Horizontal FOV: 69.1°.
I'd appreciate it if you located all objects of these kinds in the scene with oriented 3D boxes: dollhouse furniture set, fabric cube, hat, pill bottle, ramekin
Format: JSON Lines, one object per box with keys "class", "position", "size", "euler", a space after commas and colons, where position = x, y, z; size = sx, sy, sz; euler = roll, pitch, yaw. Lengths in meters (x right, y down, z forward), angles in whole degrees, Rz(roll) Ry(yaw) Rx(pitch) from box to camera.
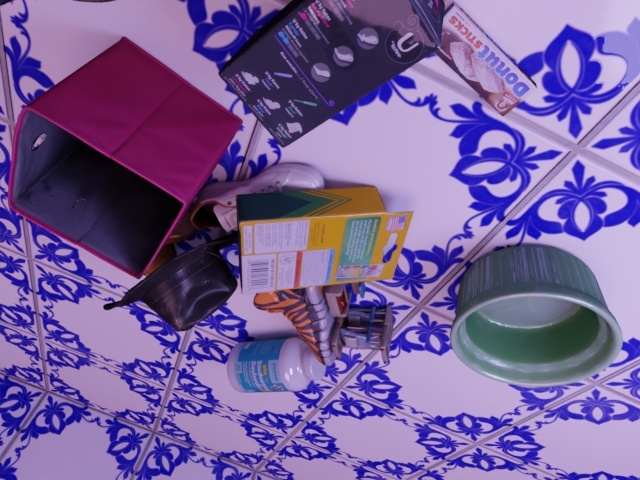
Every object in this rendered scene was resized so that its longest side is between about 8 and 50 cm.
{"class": "dollhouse furniture set", "position": [0.092, 0.180, 1.090], "size": [0.129, 0.129, 0.184], "euler": [0, 133, 18]}
{"class": "fabric cube", "position": [-0.337, -0.141, 0.823], "size": [0.259, 0.258, 0.254], "euler": [33, 134, -15]}
{"class": "hat", "position": [-0.274, 0.108, 0.982], "size": [0.331, 0.331, 0.134], "euler": [-29, 92, 36]}
{"class": "pill bottle", "position": [-0.120, 0.350, 1.309], "size": [0.263, 0.146, 0.146], "euler": [-11, 128, 26]}
{"class": "ramekin", "position": [0.421, 0.152, 0.945], "size": [0.303, 0.148, 0.304], "euler": [9, 135, 9]}

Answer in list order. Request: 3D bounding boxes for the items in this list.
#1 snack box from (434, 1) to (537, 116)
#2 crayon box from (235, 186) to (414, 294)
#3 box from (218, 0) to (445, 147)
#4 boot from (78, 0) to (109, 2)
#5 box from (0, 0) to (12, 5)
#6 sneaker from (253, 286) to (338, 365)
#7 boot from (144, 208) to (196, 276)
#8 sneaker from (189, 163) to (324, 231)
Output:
{"class": "snack box", "position": [0.237, -0.264, 0.690], "size": [0.178, 0.022, 0.064], "euler": [35, 132, -16]}
{"class": "crayon box", "position": [0.000, 0.000, 0.921], "size": [0.322, 0.083, 0.203], "euler": [-4, 136, -12]}
{"class": "box", "position": [0.018, -0.277, 0.644], "size": [0.270, 0.165, 0.143], "euler": [-24, 122, 35]}
{"class": "boot", "position": [-0.192, -0.386, 0.635], "size": [0.269, 0.236, 0.089], "euler": [13, 119, 38]}
{"class": "box", "position": [-0.379, -0.499, 0.523], "size": [0.395, 0.212, 0.294], "euler": [-15, 126, 30]}
{"class": "sneaker", "position": [-0.055, 0.174, 1.154], "size": [0.179, 0.125, 0.321], "euler": [1, 122, 22]}
{"class": "boot", "position": [-0.367, 0.014, 1.099], "size": [0.294, 0.104, 0.211], "euler": [5, 140, 26]}
{"class": "sneaker", "position": [-0.131, -0.067, 0.928], "size": [0.289, 0.123, 0.106], "euler": [-10, 127, 24]}
